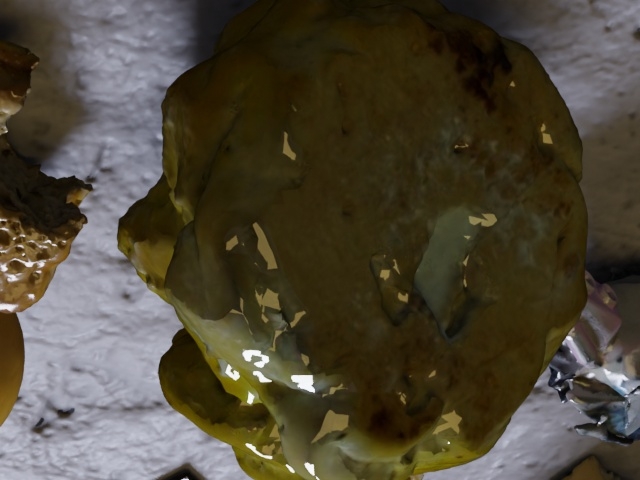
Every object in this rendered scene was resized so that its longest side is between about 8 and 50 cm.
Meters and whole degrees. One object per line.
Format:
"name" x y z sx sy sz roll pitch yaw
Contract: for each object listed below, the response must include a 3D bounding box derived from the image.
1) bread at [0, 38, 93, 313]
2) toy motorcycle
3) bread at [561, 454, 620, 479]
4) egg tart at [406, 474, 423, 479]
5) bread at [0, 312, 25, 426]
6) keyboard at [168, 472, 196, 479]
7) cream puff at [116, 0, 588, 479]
"bread" -0.310 -0.088 1.146 0.380 0.109 0.185 22 116 -27
"toy motorcycle" 0.256 0.062 1.360 0.204 0.108 0.239 -34 153 25
"bread" 0.230 0.347 1.527 0.224 0.211 0.183 -41 131 18
"egg tart" 0.023 0.205 1.482 0.128 0.049 0.129 -3 130 -4
"bread" -0.304 0.088 1.195 0.305 0.091 0.142 -1 109 -62
"keyboard" -0.160 0.237 1.508 0.155 0.010 0.053 -27 128 15
"cream puff" 0.000 -0.002 1.187 0.257 0.291 0.324 -2 126 51
